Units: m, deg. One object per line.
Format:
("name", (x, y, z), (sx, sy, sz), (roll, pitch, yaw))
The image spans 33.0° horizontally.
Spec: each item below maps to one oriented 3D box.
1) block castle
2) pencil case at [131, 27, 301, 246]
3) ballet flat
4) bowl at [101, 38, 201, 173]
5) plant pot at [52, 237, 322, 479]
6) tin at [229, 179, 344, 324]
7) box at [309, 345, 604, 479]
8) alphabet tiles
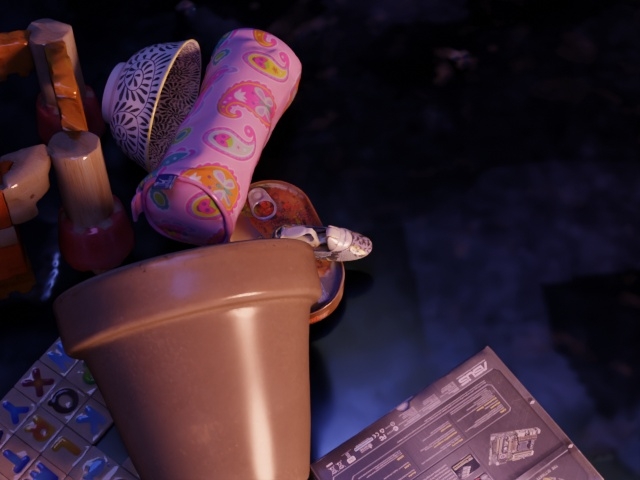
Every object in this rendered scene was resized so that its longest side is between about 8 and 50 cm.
("block castle", (-0.453, -0.054, 1.210), (0.453, 0.212, 0.303), (-13, 47, -12))
("pencil case", (-0.115, -0.121, 1.248), (0.124, 0.124, 0.284), (13, 51, 11))
("ballet flat", (0.000, 0.000, 1.198), (0.114, 0.041, 0.041), (3, 59, 6))
("bowl", (-0.206, -0.164, 1.271), (0.080, 0.170, 0.170), (17, 61, 6))
("plant pot", (-0.111, 0.141, 1.056), (0.263, 0.263, 0.229), (-12, 79, -4))
("tin", (-0.043, 0.014, 1.236), (0.106, 0.040, 0.189), (-20, 59, -13))
("box", (0.133, 0.240, 1.075), (0.231, 0.056, 0.183), (-32, 63, -15))
("alphabet tiles", (-0.279, 0.235, 1.133), (0.198, 0.009, 0.237), (31, 65, 20))
